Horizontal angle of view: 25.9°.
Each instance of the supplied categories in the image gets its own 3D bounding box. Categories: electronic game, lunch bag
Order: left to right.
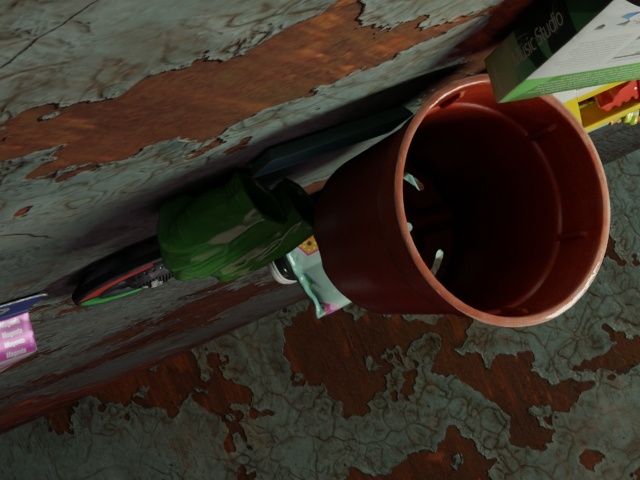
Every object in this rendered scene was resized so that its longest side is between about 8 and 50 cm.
[{"bbox_3d":[-0.222,0.037,1.857,0.229,0.048,0.229,-23,175,-2],"label":"electronic game"},{"bbox_3d":[0.055,-0.002,2.065,0.223,0.160,0.262,-27,-174,-1],"label":"lunch bag"}]

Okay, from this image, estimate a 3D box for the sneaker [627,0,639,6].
[{"bbox_3d":[0.373,-0.256,1.113,0.341,0.125,0.139,-21,176,-8],"label":"sneaker"}]

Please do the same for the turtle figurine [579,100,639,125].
[{"bbox_3d":[0.393,-0.190,1.992,0.217,0.087,0.269,-17,-176,12],"label":"turtle figurine"}]

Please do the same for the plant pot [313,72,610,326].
[{"bbox_3d":[0.138,-0.027,1.581,0.272,0.272,0.265,-20,-178,-28],"label":"plant pot"}]

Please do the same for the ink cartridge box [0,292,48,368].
[{"bbox_3d":[-0.551,0.184,1.837,0.324,0.071,0.330,-18,174,-38],"label":"ink cartridge box"}]

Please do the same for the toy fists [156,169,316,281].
[{"bbox_3d":[-0.103,-0.016,1.632,0.142,0.096,0.279,-35,170,13],"label":"toy fists"}]

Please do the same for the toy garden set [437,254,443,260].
[{"bbox_3d":[0.204,-0.057,2.089,0.049,0.203,0.244,14,167,-8],"label":"toy garden set"}]

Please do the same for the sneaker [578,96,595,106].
[{"bbox_3d":[0.266,-0.171,1.718,0.221,0.083,0.087,-22,180,9],"label":"sneaker"}]

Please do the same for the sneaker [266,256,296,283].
[{"bbox_3d":[0.000,0.000,2.298,0.121,0.079,0.217,-30,180,28],"label":"sneaker"}]

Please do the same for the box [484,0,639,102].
[{"bbox_3d":[0.322,-0.225,1.329,0.232,0.058,0.322,-11,167,-19],"label":"box"}]

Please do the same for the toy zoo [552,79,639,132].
[{"bbox_3d":[0.364,-0.209,1.579,0.293,0.030,0.192,-24,153,6],"label":"toy zoo"}]

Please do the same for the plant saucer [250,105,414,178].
[{"bbox_3d":[0.011,-0.112,1.556,0.192,0.018,0.067,-21,174,-28],"label":"plant saucer"}]
